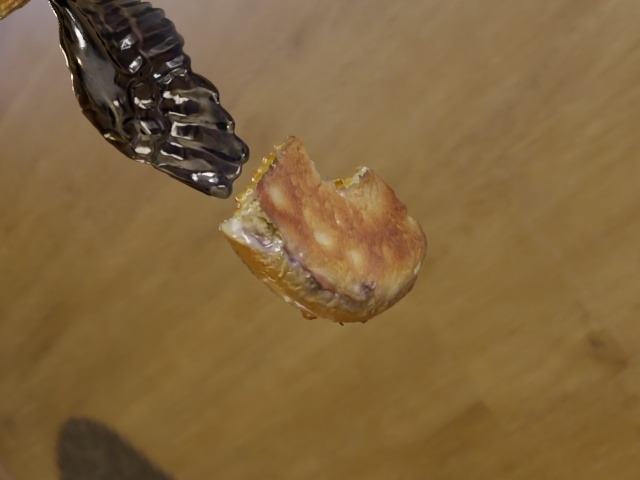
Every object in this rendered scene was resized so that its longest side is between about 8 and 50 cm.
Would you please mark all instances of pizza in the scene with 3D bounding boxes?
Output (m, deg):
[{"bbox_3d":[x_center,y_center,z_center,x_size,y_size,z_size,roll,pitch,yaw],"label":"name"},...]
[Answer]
[{"bbox_3d":[0.000,0.000,1.676,0.086,0.305,0.161,-22,71,29],"label":"pizza"}]

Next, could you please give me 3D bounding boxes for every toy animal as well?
[{"bbox_3d":[-0.143,-0.138,0.907,0.160,0.197,0.272,-162,57,-78],"label":"toy animal"}]
